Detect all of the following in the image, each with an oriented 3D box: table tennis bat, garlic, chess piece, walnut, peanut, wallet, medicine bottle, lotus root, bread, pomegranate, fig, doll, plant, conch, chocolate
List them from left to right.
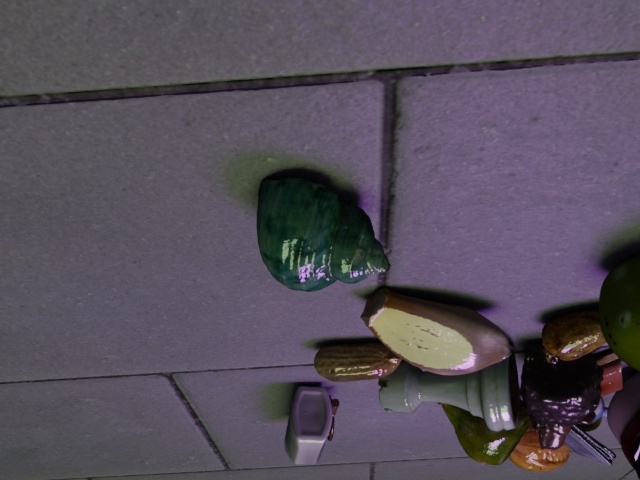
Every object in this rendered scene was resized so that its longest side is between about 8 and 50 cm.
[{"bbox_3d":[-0.034,0.493,2.002,0.111,0.161,0.296,5,149,-5],"label":"medicine bottle"},{"bbox_3d":[0.003,0.002,1.164,0.202,0.134,0.196,2,151,-7],"label":"conch"},{"bbox_3d":[0.079,0.456,2.003,0.119,0.107,0.170,2,146,-6],"label":"table tennis bat"},{"bbox_3d":[0.082,0.269,1.695,0.194,0.083,0.093,-1,137,-1],"label":"peanut"},{"bbox_3d":[0.221,0.181,1.525,0.318,0.112,0.143,18,122,-22],"label":"garlic"},{"bbox_3d":[0.288,0.330,1.741,0.299,0.194,0.194,-4,152,21],"label":"chess piece"},{"bbox_3d":[0.424,0.473,2.051,0.235,0.203,0.203,31,159,22],"label":"fig"},{"bbox_3d":[0.640,0.601,2.264,0.207,0.159,0.159,13,147,-16],"label":"walnut"},{"bbox_3d":[0.548,0.336,1.749,0.178,0.204,0.234,-5,141,23],"label":"plant"},{"bbox_3d":[0.678,0.524,2.084,0.222,0.036,0.167,39,168,-12],"label":"wallet"},{"bbox_3d":[0.703,0.448,2.052,0.135,0.098,0.241,-16,147,11],"label":"doll"},{"bbox_3d":[0.547,0.186,1.588,0.191,0.094,0.108,-27,164,24],"label":"lotus root"},{"bbox_3d":[0.667,0.328,1.863,0.119,0.067,0.192,29,138,-31],"label":"bread"},{"bbox_3d":[0.840,0.445,1.918,0.284,0.186,0.283,-7,112,-18],"label":"chocolate"},{"bbox_3d":[0.618,0.101,1.327,0.236,0.236,0.301,3,138,-9],"label":"pomegranate"}]
